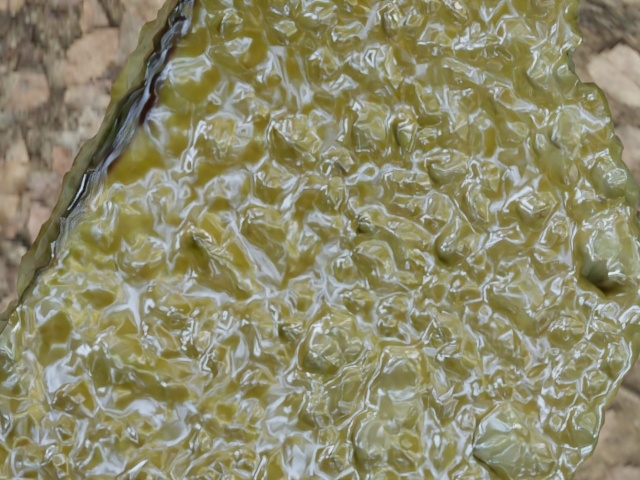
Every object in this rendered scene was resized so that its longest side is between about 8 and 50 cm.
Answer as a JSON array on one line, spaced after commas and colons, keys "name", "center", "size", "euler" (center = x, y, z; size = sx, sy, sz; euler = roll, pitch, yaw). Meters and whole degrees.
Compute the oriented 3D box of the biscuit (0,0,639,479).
[{"name": "biscuit", "center": [0.011, 0.001, 0.348], "size": [0.131, 0.026, 0.237], "euler": [30, 78, -20]}]
